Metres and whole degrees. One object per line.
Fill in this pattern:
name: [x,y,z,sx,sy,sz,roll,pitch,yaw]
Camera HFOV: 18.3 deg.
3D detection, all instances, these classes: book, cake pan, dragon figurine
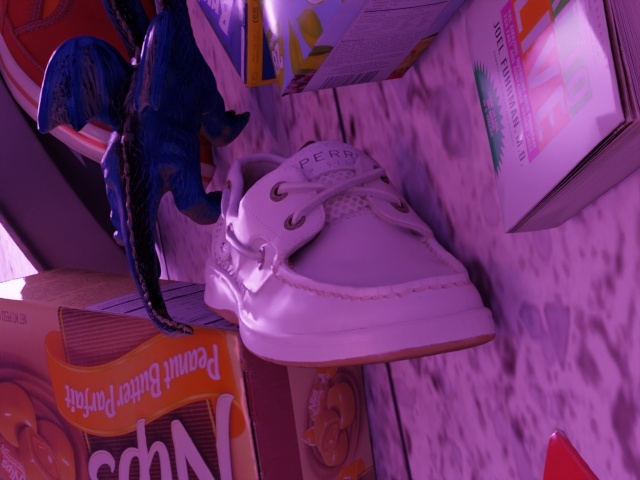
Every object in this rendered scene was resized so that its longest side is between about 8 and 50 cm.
book: [0.093,-0.068,0.739,0.144,0.035,0.096,128,133,-70]
cake pan: [-0.210,-0.063,1.482,0.293,0.054,0.293,57,-176,-6]
dragon figurine: [-0.106,-0.076,1.143,0.289,0.085,0.144,-80,-30,-45]

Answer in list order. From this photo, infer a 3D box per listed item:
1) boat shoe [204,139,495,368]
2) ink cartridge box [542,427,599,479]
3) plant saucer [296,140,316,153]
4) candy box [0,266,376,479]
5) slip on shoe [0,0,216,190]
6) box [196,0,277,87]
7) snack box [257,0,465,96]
boat shoe: [0.000,0.000,0.961,0.277,0.098,0.096,-163,69,-68]
ink cartridge box: [0.130,0.183,0.685,0.134,0.078,0.231,-125,29,-52]
plant saucer: [-0.005,-0.014,1.113,0.083,0.015,0.083,169,90,-73]
candy box: [-0.097,0.121,1.205,0.316,0.087,0.183,5,106,51]
slip on shoe: [-0.159,-0.149,1.381,0.101,0.123,0.331,-55,44,23]
box: [-0.042,-0.154,1.076,0.169,0.054,0.059,-120,25,-46]
snack box: [0.015,-0.178,0.850,0.207,0.070,0.174,133,125,-71]
